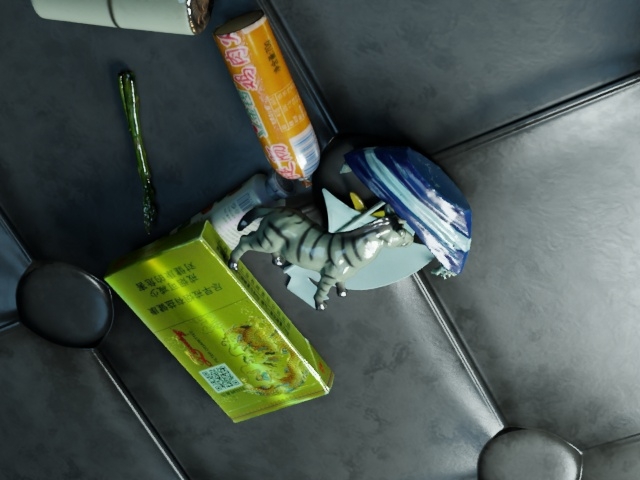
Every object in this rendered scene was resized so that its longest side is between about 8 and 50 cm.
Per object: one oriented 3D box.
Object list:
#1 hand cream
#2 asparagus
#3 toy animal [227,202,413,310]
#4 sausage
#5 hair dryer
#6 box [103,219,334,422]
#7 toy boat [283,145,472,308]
[{"bbox_3d":[-0.141,-0.010,1.791,0.276,0.059,0.095,-34,111,32],"label":"hand cream"},{"bbox_3d":[-0.238,-0.113,1.767,0.023,0.022,0.233,-21,121,-27],"label":"asparagus"},{"bbox_3d":[-0.001,0.004,1.694,0.216,0.073,0.176,22,132,4],"label":"toy animal"},{"bbox_3d":[-0.058,-0.167,1.665,0.071,0.071,0.234,-14,116,20],"label":"sausage"},{"bbox_3d":[-0.223,-0.422,1.534,0.203,0.128,0.362,8,114,9],"label":"hair dryer"},{"bbox_3d":[-0.136,0.118,1.837,0.173,0.043,0.311,-22,122,29],"label":"box"},{"bbox_3d":[0.056,0.006,1.751,0.220,0.067,0.291,43,122,-14],"label":"toy boat"}]
